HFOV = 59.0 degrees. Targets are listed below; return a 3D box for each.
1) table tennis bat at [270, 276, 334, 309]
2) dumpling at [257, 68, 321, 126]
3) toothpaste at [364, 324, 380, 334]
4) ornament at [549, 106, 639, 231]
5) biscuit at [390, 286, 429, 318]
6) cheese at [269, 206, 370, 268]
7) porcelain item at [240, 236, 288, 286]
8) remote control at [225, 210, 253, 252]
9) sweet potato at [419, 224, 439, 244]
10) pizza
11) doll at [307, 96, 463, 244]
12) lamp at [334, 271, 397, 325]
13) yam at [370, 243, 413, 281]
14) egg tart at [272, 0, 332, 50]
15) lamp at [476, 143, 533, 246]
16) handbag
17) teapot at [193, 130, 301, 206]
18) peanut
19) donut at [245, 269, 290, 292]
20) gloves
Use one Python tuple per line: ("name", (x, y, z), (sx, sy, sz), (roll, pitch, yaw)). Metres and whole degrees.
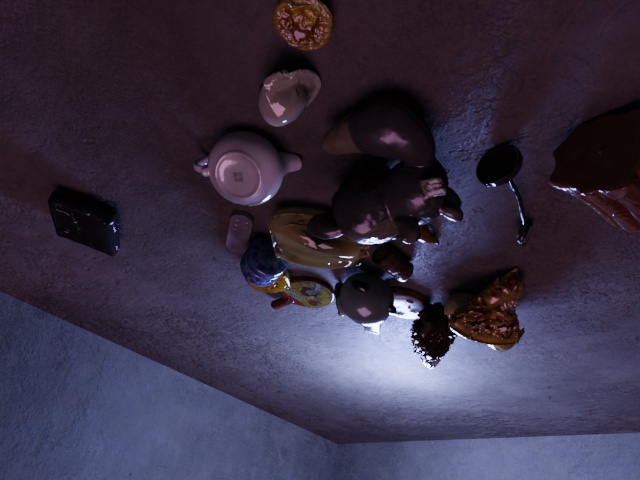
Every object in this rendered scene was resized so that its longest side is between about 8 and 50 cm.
("table tennis bat", (-0.079, 0.212, 2.192), (0.200, 0.038, 0.310), (35, 138, -30))
("dumpling", (-0.069, -0.329, 1.287), (0.155, 0.181, 0.111), (-21, 104, 0))
("toothpaste", (0.217, 0.329, 2.267), (0.067, 0.037, 0.255), (10, 152, 4))
("ornament", (0.661, -0.137, 1.224), (0.217, 0.221, 0.235), (30, 118, -31))
("biscuit", (0.301, 0.238, 2.080), (0.208, 0.049, 0.181), (28, 146, -21))
("cheese", (0.000, 0.000, 1.753), (0.315, 0.128, 0.259), (11, 156, 14))
("porcelain item", (-0.187, 0.070, 1.899), (0.147, 0.147, 0.114), (22, 145, -15))
("remote control", (-0.272, -0.025, 1.899), (0.077, 0.022, 0.245), (18, 147, -5))
("sweet potato", (0.286, -0.031, 1.656), (0.068, 0.068, 0.226), (-10, 155, 32))
("pizza", (0.587, 0.245, 1.830), (0.251, 0.074, 0.287), (37, 111, -26))
("doll", (0.136, -0.161, 1.416), (0.382, 0.252, 0.379), (-11, 109, 28))
("lamp", (0.147, 0.207, 1.978), (0.197, 0.198, 0.244), (25, 163, -19))
("yam", (0.235, 0.073, 1.816), (0.079, 0.079, 0.141), (-21, 134, 42))
("egg tart", (-0.030, -0.441, 1.133), (0.130, 0.052, 0.130), (10, 146, 6))
("lamp", (0.482, -0.113, 1.459), (0.108, 0.130, 0.371), (20, 169, 32))
("handbag", (-0.821, -0.062, 1.981), (0.244, 0.088, 0.275), (20, 151, -6))
("teapot", (-0.207, -0.195, 1.509), (0.298, 0.139, 0.204), (9, 121, 12))
("peanut", (0.564, 0.283, 1.963), (0.305, 0.147, 0.147), (25, 146, -18))
("donut", (-0.191, 0.124, 2.066), (0.162, 0.066, 0.178), (4, 146, 6))
("gloves", (0.428, 0.349, 2.089), (0.210, 0.135, 0.312), (-36, 144, 1))
